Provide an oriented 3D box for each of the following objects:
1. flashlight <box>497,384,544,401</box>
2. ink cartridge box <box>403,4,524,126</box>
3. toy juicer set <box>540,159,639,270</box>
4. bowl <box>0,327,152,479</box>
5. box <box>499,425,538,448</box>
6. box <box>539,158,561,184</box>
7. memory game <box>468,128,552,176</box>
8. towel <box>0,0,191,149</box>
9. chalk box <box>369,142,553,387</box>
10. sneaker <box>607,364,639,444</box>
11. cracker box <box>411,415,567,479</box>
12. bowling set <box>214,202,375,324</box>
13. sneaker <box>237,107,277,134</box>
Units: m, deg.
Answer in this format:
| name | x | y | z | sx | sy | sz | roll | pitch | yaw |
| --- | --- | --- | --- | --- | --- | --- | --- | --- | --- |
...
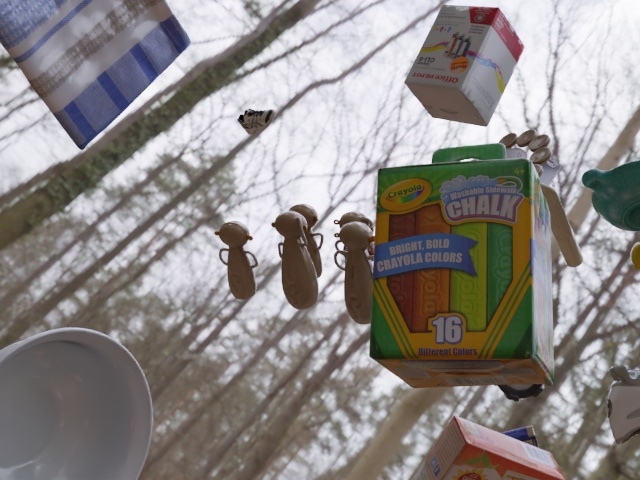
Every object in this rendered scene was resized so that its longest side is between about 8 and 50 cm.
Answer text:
| name | x | y | z | sx | sy | sz | roll | pitch | yaw |
| --- | --- | --- | --- | --- | --- | --- | --- | --- | --- |
| flashlight | 0.373 | 0.236 | 1.746 | 0.103 | 0.103 | 0.304 | 11 | 0 | 9 |
| ink cartridge box | 0.261 | -0.316 | 1.663 | 0.128 | 0.176 | 0.127 | 16 | -15 | 40 |
| toy juicer set | 0.485 | -0.041 | 1.426 | 0.329 | 0.089 | 0.209 | -4 | -44 | 3 |
| bowl | -0.382 | 0.255 | 1.230 | 0.134 | 0.298 | 0.297 | 6 | -44 | 43 |
| box | 0.354 | 0.473 | 1.950 | 0.225 | 0.036 | 0.136 | -16 | -56 | 8 |
| box | 0.406 | -0.053 | 1.954 | 0.056 | 0.183 | 0.231 | 37 | -33 | 14 |
| memory game | 0.285 | -0.111 | 1.460 | 0.186 | 0.186 | 0.012 | -3 | -46 | 53 |
| towel | -0.268 | -0.269 | 1.020 | 0.034 | 0.209 | 0.285 | 18 | -32 | 38 |
| chalk box | 0.169 | 0.013 | 1.067 | 0.180 | 0.288 | 0.179 | -4 | -20 | 19 |
| sneaker | 0.622 | 0.291 | 1.445 | 0.331 | 0.146 | 0.122 | 3 | -21 | 21 |
| cracker box | 0.185 | 0.354 | 1.184 | 0.156 | 0.232 | 0.067 | 24 | 18 | -18 |
| bowling set | 0.000 | 0.000 | 1.381 | 0.287 | 0.200 | 0.154 | 7 | -61 | 29 |
| sneaker | -0.101 | -0.190 | 1.429 | 0.037 | 0.032 | 0.083 | 42 | -33 | -22 |
